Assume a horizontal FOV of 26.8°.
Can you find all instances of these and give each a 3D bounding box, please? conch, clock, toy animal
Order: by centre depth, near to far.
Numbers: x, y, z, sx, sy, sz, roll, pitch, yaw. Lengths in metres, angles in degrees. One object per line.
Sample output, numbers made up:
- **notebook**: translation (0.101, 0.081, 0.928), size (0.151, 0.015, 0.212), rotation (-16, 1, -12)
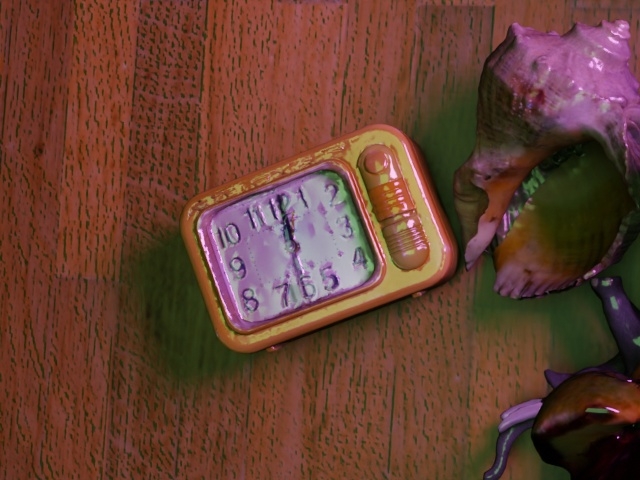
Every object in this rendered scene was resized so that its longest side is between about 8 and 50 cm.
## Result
- **conch**: translation (0.180, -0.054, 1.021), size (0.163, 0.178, 0.245), rotation (16, 125, -23)
- **toy animal**: translation (0.240, 0.093, 1.034), size (0.270, 0.082, 0.137), rotation (-15, 83, 12)
- **clock**: translation (0.000, 0.000, 1.092), size (0.202, 0.096, 0.143), rotation (-22, 86, 13)

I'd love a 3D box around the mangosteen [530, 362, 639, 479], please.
- **mangosteen**: translation (0.287, 0.204, 0.863), size (0.311, 0.311, 0.311), rotation (-1, 87, 14)
